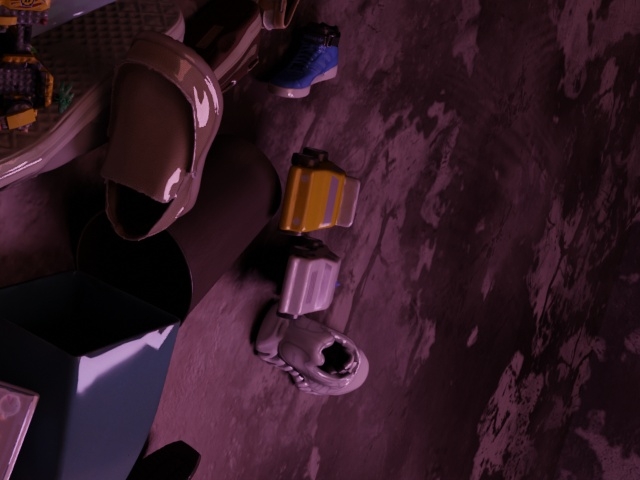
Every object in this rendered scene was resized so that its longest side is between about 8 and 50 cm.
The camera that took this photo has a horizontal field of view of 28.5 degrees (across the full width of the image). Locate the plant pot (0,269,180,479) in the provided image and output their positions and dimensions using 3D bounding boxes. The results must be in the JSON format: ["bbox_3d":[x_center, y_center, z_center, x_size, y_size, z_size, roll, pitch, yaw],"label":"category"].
[{"bbox_3d":[-0.282,0.182,1.390,0.165,0.166,0.234,-18,123,-54],"label":"plant pot"}]

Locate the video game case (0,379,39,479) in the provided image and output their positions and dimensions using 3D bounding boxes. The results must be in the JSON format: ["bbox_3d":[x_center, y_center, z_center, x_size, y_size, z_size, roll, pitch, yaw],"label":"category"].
[{"bbox_3d":[-0.387,0.214,1.231,0.173,0.022,0.190,23,82,-29],"label":"video game case"}]

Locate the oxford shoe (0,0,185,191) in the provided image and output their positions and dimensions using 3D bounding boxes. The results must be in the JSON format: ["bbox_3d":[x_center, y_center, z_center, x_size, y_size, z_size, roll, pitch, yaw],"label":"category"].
[{"bbox_3d":[-0.296,-0.114,1.231,0.449,0.169,0.130,-41,156,-42],"label":"oxford shoe"}]

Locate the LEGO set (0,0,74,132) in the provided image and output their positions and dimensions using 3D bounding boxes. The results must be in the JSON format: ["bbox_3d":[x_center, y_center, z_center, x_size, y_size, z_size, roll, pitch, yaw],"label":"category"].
[{"bbox_3d":[-0.329,-0.176,0.966,0.331,0.192,0.255,8,114,-28],"label":"LEGO set"}]

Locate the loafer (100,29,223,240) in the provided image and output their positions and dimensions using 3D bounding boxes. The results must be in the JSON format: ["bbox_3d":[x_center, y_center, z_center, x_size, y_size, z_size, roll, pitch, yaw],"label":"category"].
[{"bbox_3d":[-0.160,-0.088,1.227,0.268,0.102,0.092,99,16,-53],"label":"loafer"}]

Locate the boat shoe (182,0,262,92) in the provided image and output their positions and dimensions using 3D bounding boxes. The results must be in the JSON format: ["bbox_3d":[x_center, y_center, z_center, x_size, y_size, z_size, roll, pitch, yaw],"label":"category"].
[{"bbox_3d":[-0.146,-0.185,1.484,0.257,0.095,0.095,-46,146,-37],"label":"boat shoe"}]

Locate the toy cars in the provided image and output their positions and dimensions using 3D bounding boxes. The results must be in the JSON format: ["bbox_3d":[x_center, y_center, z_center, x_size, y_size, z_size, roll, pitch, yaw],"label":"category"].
[{"bbox_3d":[0.000,0.000,1.690,0.393,0.087,0.176,94,11,-58],"label":"toy cars"}]

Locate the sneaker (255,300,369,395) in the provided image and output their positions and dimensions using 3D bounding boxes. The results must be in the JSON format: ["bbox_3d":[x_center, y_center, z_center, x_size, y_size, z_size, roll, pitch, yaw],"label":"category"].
[{"bbox_3d":[0.014,0.182,1.901,0.292,0.118,0.110,35,74,-59],"label":"sneaker"}]

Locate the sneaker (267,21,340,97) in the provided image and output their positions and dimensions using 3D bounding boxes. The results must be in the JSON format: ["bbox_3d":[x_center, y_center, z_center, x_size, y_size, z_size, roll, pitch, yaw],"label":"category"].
[{"bbox_3d":[-0.020,-0.246,1.680,0.152,0.058,0.084,-34,138,-52],"label":"sneaker"}]

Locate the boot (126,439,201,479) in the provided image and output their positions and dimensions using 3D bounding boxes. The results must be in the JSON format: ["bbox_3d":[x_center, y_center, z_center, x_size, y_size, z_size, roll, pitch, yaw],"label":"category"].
[{"bbox_3d":[-0.220,0.370,1.677,0.198,0.077,0.137,-47,147,-15],"label":"boot"}]

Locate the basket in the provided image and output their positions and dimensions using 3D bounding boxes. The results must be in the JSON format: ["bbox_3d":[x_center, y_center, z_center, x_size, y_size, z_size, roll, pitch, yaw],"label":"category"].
[{"bbox_3d":[-0.156,-0.020,1.493,0.227,0.154,0.204,-47,172,-43],"label":"basket"}]

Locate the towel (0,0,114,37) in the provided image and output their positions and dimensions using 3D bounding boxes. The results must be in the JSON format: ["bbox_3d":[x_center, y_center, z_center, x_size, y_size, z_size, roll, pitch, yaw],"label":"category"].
[{"bbox_3d":[-0.309,-0.336,1.136,0.374,0.090,0.320,-35,130,-38],"label":"towel"}]

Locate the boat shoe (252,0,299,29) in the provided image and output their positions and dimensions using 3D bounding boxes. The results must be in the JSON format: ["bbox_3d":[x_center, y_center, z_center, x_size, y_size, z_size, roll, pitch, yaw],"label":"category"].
[{"bbox_3d":[-0.027,-0.351,1.605,0.068,0.072,0.190,33,77,-58],"label":"boat shoe"}]
